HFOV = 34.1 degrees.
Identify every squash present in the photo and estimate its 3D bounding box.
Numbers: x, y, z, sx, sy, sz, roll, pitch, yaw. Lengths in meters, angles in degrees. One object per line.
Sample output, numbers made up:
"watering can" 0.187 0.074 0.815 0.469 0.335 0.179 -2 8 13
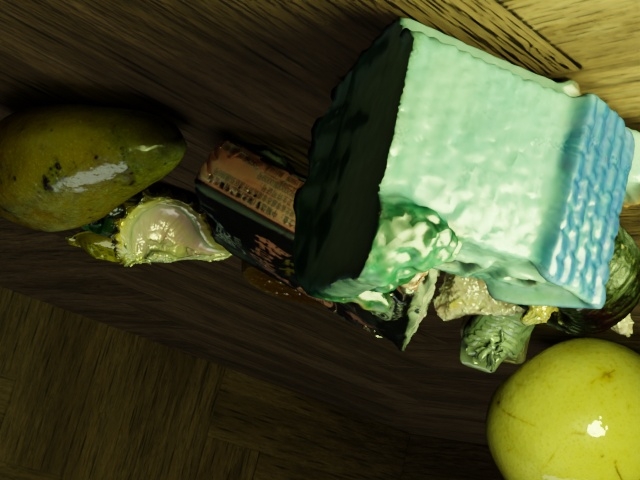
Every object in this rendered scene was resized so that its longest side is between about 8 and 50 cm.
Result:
"squash" 0.303 0.035 1.270 0.193 0.156 0.193 19 143 15

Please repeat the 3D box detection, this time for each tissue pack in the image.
"tissue pack" 0.000 0.000 1.382 0.332 0.123 0.245 29 162 13

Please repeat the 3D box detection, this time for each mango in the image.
"mango" -0.327 -0.098 1.372 0.330 0.175 0.176 -1 -157 46

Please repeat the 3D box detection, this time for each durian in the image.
"durian" -0.227 -0.019 1.679 0.224 0.140 0.078 10 -162 -17

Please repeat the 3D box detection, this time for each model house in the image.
"model house" 0.168 -0.034 1.002 0.329 0.251 0.295 12 166 -14

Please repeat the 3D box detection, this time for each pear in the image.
"pear" 0.472 0.339 1.871 0.348 0.348 0.348 14 165 4

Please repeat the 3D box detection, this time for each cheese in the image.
"cheese" -0.350 0.005 1.958 0.250 0.064 0.156 4 166 1

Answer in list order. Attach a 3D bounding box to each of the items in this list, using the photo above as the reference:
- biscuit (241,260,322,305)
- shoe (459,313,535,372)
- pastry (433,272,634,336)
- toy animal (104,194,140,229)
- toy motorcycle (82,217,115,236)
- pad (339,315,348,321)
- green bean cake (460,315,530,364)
"biscuit" -0.017 0.071 1.905 0.257 0.049 0.273 10 166 7
"shoe" 0.287 0.127 1.605 0.109 0.149 0.293 18 161 1
"pastry" 0.289 0.063 1.414 0.265 0.112 0.103 5 179 -1
"toy animal" -0.295 -0.042 1.735 0.220 0.069 0.086 20 -174 -2
"toy motorcycle" -0.353 -0.025 1.831 0.190 0.074 0.106 17 -177 -18
"pad" 0.120 0.164 2.207 0.158 0.003 0.235 14 165 3
"green bean cake" 0.312 0.159 1.844 0.109 0.085 0.179 10 163 15
